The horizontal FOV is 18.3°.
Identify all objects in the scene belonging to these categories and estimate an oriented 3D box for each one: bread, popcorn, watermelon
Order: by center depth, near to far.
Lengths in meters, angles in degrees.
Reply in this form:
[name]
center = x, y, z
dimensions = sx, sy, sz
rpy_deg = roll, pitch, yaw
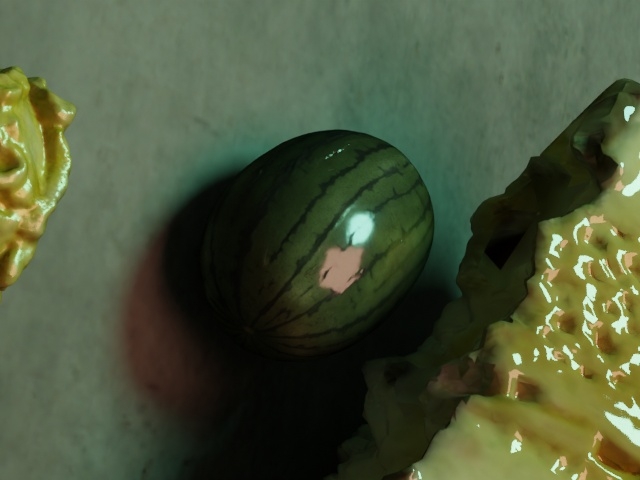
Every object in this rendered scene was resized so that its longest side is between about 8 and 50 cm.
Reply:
[popcorn]
center = -0.108, -0.015, 0.584
dimensions = 0.057, 0.083, 0.082
rpy_deg = 23, 37, -25
[watermelon]
center = 0.000, 0.000, 0.740
dimensions = 0.110, 0.078, 0.078
rpy_deg = -40, 126, -48
[bread]
center = 0.124, 0.120, 0.783
dimensions = 0.270, 0.211, 0.316
rpy_deg = 34, 63, -5
